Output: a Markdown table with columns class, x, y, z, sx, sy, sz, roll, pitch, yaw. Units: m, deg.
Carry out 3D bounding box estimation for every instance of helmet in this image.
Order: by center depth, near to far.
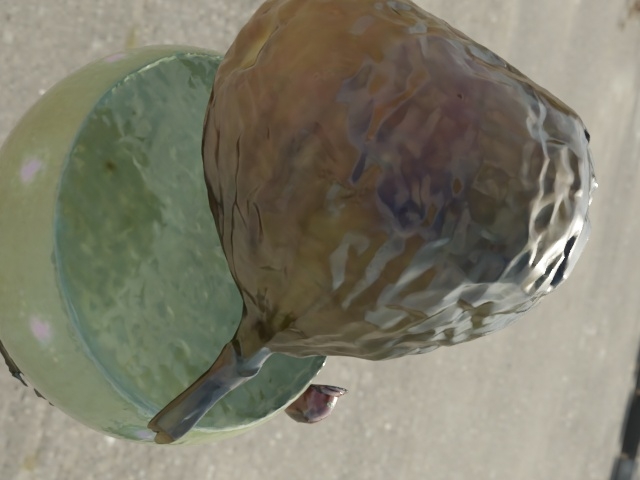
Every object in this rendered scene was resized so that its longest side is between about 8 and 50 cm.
| class | x | y | z | sx | sy | sz | roll | pitch | yaw |
| --- | --- | --- | --- | --- | --- | --- | --- | --- | --- |
| helmet | -0.012 | 0.186 | 1.584 | 0.065 | 0.084 | 0.049 | 27 | 74 | -49 |

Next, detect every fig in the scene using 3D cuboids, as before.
| class | x | y | z | sx | sy | sz | roll | pitch | yaw |
| --- | --- | --- | --- | --- | --- | --- | --- | --- | --- |
| fig | 0.000 | 0.000 | 0.970 | 0.369 | 0.286 | 0.286 | -47 | 165 | 14 |

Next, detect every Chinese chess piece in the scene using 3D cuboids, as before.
| class | x | y | z | sx | sy | sz | roll | pitch | yaw |
| --- | --- | --- | --- | --- | --- | --- | --- | --- | --- |
| Chinese chess piece | -0.130 | 0.005 | 1.217 | 0.349 | 0.146 | 0.349 | 5 | 82 | -41 |
